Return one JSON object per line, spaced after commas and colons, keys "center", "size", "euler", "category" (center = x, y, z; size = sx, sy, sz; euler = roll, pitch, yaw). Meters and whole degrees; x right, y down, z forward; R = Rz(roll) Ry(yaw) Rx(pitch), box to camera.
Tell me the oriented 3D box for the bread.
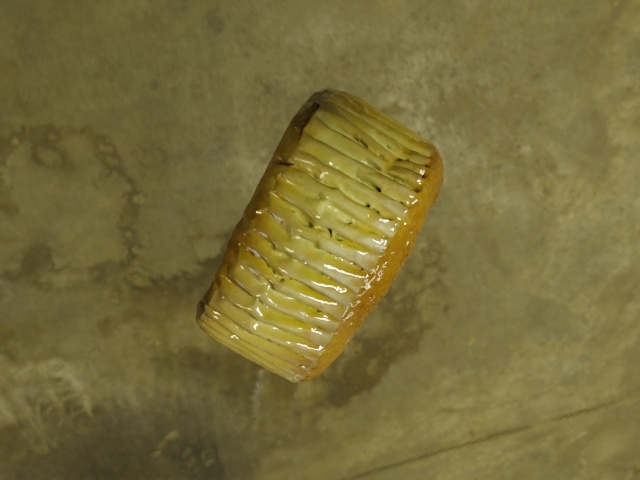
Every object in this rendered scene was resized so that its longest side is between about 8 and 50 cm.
{"center": [0.000, 0.000, 0.717], "size": [0.143, 0.227, 0.253], "euler": [27, 108, -3], "category": "bread"}
